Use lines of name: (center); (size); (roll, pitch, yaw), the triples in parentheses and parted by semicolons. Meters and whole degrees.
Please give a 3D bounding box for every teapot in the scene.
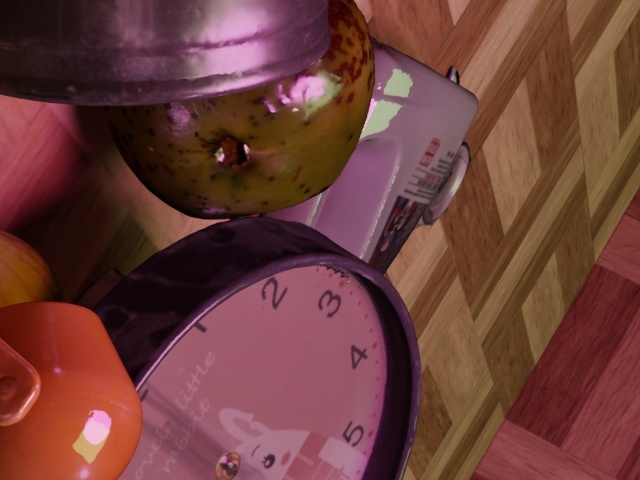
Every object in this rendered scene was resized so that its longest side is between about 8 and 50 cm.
teapot: (-0.085, -0.227, 1.078); (0.321, 0.239, 0.239); (-24, 123, -44)

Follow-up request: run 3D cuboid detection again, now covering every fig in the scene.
fig: (-0.226, 0.014, 1.263); (0.093, 0.093, 0.166); (-41, 144, -46)

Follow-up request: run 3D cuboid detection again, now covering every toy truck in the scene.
toy truck: (-0.253, 0.131, 1.111); (0.265, 0.239, 0.189); (-57, 160, -14)

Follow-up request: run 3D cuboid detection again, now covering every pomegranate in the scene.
pomegranate: (-0.059, -0.141, 1.359); (0.214, 0.214, 0.248); (95, -3, -48)

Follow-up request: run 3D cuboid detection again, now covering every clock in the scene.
clock: (-0.071, 0.170, 1.353); (0.386, 0.076, 0.386); (-28, 130, -39)

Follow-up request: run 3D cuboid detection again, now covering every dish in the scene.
dish: (0.117, -0.087, 2.012); (0.246, 0.078, 0.224); (-49, 155, -35)

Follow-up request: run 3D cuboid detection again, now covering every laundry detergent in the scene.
laundry detergent: (0.000, 0.000, 1.772); (0.398, 0.124, 0.264); (-62, 162, 5)

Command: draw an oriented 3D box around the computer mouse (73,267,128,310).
computer mouse: (-0.224, 0.170, 1.357); (0.331, 0.095, 0.197); (-53, -171, -2)
